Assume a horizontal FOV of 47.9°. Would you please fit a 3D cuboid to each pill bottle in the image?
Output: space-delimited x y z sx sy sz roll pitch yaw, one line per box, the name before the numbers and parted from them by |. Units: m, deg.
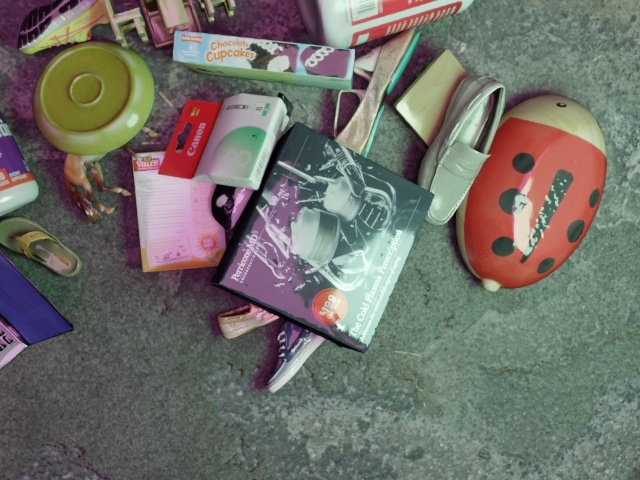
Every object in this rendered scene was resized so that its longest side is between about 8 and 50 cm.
pill bottle | -0.665 -0.190 1.312 0.181 0.181 0.323 -25 100 -6
pill bottle | 0.160 -0.527 1.392 0.407 0.229 0.229 -19 99 -7

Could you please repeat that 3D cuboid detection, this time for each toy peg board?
toy peg board | 0.242 -0.291 1.521 0.161 0.079 0.160 -48 117 -1

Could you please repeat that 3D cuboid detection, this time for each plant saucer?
plant saucer | -0.437 -0.279 1.365 0.240 0.037 0.241 -1 76 4

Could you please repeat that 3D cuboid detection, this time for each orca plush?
orca plush | -0.154 -0.169 1.419 0.102 0.151 0.287 29 89 -11

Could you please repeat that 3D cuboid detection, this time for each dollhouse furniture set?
dollhouse furniture set | -0.286 -0.456 1.316 0.212 0.242 0.161 -19 99 -8

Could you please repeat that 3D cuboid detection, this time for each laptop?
laptop | -0.718 0.122 1.297 0.408 0.236 0.382 -40 106 -3

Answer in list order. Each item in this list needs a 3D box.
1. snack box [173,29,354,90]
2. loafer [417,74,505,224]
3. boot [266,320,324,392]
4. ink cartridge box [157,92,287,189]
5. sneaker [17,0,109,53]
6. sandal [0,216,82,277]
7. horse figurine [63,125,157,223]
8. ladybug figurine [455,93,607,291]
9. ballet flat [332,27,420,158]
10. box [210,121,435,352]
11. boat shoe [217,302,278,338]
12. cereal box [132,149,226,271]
snack box | -0.097 -0.336 1.359 0.321 0.187 0.060 7 96 2
loafer | 0.285 -0.179 1.466 0.112 0.111 0.320 11 102 -25
boot | -0.068 0.226 1.528 0.086 0.069 0.190 43 80 -5
ink cartridge box | -0.195 -0.198 1.376 0.224 0.056 0.181 11 69 18
sneaker | -0.482 -0.399 1.360 0.208 0.094 0.082 -21 61 22
sandal | -0.555 0.014 1.422 0.180 0.049 0.072 34 90 -12
horse figurine | -0.426 -0.164 1.403 0.174 0.066 0.263 33 99 12
ladybug figurine | 0.458 -0.094 1.527 0.304 0.162 0.450 20 93 -12
ballet flat | 0.098 -0.308 1.474 0.106 0.107 0.316 24 91 2
box | 0.000 0.000 1.422 0.312 0.179 0.343 26 81 -11
boat shoe | -0.135 0.146 1.502 0.170 0.063 0.059 -26 106 -5
cereal box | -0.283 -0.063 1.460 0.172 0.047 0.240 -4 96 -8
